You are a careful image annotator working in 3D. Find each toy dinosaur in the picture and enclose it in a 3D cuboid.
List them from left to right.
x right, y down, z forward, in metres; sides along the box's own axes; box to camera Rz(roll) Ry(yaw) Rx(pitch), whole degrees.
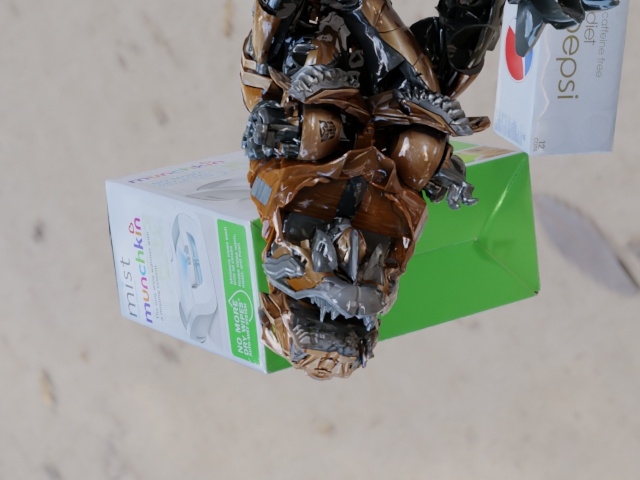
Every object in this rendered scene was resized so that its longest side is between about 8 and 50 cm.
[{"bbox_3d":[0.010,-0.095,0.945,0.218,0.164,0.322,-60,42,47],"label":"toy dinosaur"}]

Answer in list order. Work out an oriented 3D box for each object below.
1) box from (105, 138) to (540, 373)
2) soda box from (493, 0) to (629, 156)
[{"bbox_3d":[0.000,0.000,1.519,0.231,0.262,0.127,17,117,56],"label":"box"},{"bbox_3d":[0.181,-0.174,1.409,0.069,0.074,0.216,-135,45,-63],"label":"soda box"}]
